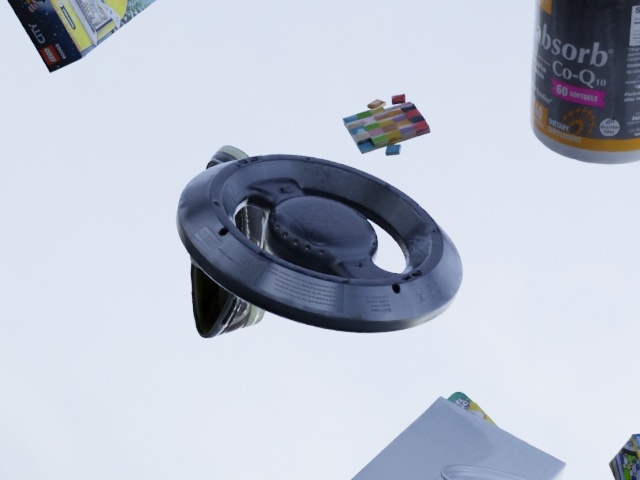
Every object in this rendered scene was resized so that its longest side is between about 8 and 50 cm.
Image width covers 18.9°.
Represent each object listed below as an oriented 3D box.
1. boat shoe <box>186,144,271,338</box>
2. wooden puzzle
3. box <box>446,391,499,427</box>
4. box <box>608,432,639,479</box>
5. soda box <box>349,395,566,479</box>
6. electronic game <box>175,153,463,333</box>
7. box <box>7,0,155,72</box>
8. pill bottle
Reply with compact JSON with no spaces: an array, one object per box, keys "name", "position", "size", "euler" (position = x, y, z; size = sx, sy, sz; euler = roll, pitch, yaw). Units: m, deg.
[{"name":"boat shoe","position":[-0.096,0.010,1.919],"size":[0.080,0.073,0.224],"euler":[31,-42,30]},{"name":"wooden puzzle","position":[0.044,-0.078,1.291],"size":[0.083,0.049,0.006],"euler":[-118,-168,-59]},{"name":"box","position":[0.182,0.268,2.191],"size":[0.179,0.105,0.043],"euler":[48,-18,3]},{"name":"box","position":[0.335,0.269,1.829],"size":[0.059,0.054,0.169],"euler":[116,-36,-50]},{"name":"soda box","position":[0.030,0.208,1.112],"size":[0.098,0.286,0.091],"euler":[28,-52,22]},{"name":"electronic game","position":[0.000,0.000,1.494],"size":[0.229,0.229,0.048],"euler":[29,-59,20]},{"name":"box","position":[-0.237,-0.281,1.654],"size":[0.044,0.159,0.233],"euler":[-19,-72,34]},{"name":"pill bottle","position":[0.296,-0.231,1.945],"size":[0.162,0.162,0.278],"euler":[21,-52,33]}]
